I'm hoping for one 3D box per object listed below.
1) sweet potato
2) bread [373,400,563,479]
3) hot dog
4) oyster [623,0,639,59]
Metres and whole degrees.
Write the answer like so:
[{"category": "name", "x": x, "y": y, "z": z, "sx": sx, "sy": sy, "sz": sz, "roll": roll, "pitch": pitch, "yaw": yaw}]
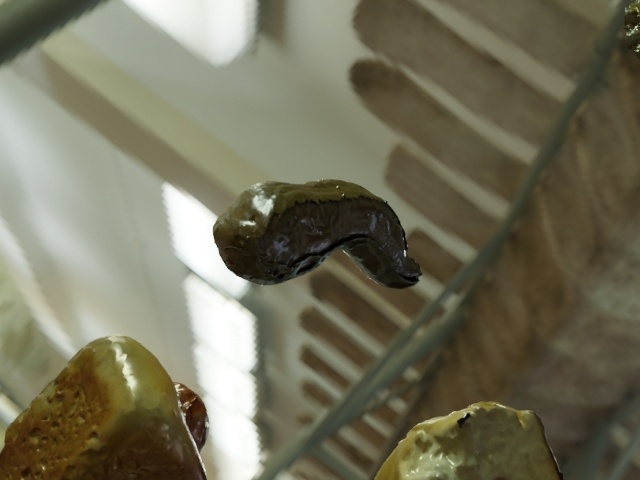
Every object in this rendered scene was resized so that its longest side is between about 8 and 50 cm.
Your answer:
[{"category": "sweet potato", "x": 0.002, "y": -0.006, "z": 1.277, "sx": 0.062, "sy": 0.081, "sz": 0.233, "roll": 7, "pitch": 2, "yaw": 36}, {"category": "bread", "x": 0.161, "y": 0.271, "z": 1.645, "sx": 0.224, "sy": 0.183, "sz": 0.211, "roll": 47, "pitch": -30, "yaw": 44}, {"category": "hot dog", "x": -0.179, "y": 0.201, "z": 1.389, "sx": 0.153, "sy": 0.257, "sz": 0.150, "roll": 26, "pitch": 26, "yaw": -39}, {"category": "oyster", "x": 0.366, "y": -0.224, "z": 1.741, "sx": 0.045, "sy": 0.146, "sz": 0.121, "roll": 4, "pitch": -75, "yaw": 59}]
